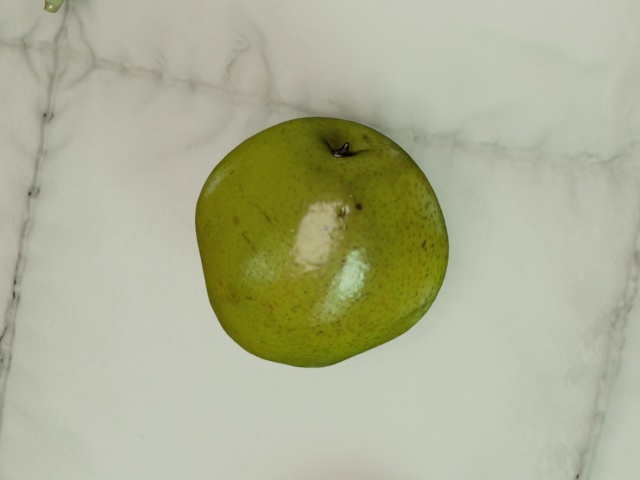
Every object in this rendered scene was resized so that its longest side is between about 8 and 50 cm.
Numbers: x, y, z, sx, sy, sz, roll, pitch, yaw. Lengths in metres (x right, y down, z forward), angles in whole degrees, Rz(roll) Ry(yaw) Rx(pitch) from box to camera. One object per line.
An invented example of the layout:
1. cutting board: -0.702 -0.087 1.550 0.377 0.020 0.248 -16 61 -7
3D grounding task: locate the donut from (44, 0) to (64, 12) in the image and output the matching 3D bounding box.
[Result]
1. donut: -0.386 -0.303 1.153 0.371 0.150 0.307 -12 92 15

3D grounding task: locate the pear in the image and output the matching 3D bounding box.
1. pear: 0.001 0.000 1.076 0.198 0.198 0.198 1 95 14
